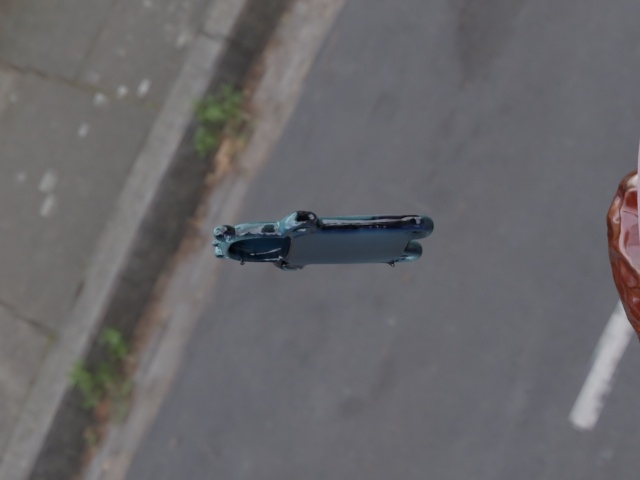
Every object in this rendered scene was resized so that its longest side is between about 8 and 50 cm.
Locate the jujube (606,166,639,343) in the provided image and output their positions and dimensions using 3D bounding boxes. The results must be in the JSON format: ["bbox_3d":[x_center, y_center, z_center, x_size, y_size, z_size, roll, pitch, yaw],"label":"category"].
[{"bbox_3d":[0.312,0.043,1.384,0.174,0.250,0.174,-27,3,2],"label":"jujube"}]

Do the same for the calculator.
[{"bbox_3d":[0.000,0.000,1.214,0.094,0.141,0.019,109,158,-70],"label":"calculator"}]

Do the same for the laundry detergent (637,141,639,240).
[{"bbox_3d":[0.174,0.030,0.601,0.159,0.335,0.088,31,68,24],"label":"laundry detergent"}]
